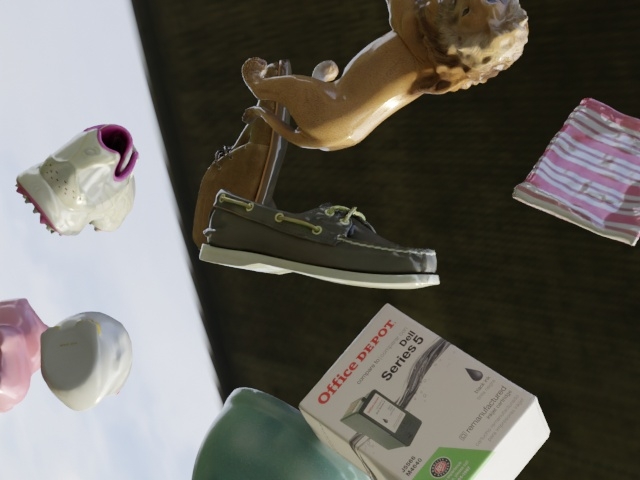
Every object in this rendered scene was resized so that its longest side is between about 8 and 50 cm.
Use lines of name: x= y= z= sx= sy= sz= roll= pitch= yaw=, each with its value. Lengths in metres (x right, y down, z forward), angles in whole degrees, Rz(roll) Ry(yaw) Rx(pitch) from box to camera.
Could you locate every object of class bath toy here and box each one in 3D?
bath toy: x=-0.356 y=0.126 z=1.573 sx=0.348 sy=0.129 sz=0.151 roll=-2 pitch=-107 yaw=19

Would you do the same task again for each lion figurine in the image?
lion figurine: x=0.074 y=-0.209 z=1.807 sx=0.392 sy=0.142 sz=0.240 roll=-40 pitch=-135 yaw=17

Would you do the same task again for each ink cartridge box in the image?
ink cartridge box: x=0.137 y=0.241 z=1.949 sx=0.273 sy=0.198 sz=0.115 roll=32 pitch=-18 yaw=35

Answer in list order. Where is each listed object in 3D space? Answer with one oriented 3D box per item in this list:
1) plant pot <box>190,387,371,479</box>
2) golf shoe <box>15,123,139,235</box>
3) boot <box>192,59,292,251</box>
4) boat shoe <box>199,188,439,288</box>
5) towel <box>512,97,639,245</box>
plant pot: x=-0.081 y=0.390 z=2.145 sx=0.293 sy=0.196 sz=0.293 roll=32 pitch=-27 yaw=19
golf shoe: x=-0.273 y=-0.085 z=1.830 sx=0.115 sy=0.140 sz=0.306 roll=48 pitch=10 yaw=-1
boot: x=-0.109 y=-0.115 z=2.063 sx=0.112 sy=0.115 sz=0.305 roll=-24 pitch=127 yaw=-80
boat shoe: x=-0.002 y=-0.001 z=1.653 sx=0.305 sy=0.109 sz=0.091 roll=8 pitch=-93 yaw=30
towel: x=0.311 y=-0.080 z=1.566 sx=0.144 sy=0.197 sz=0.029 roll=22 pitch=-44 yaw=22
